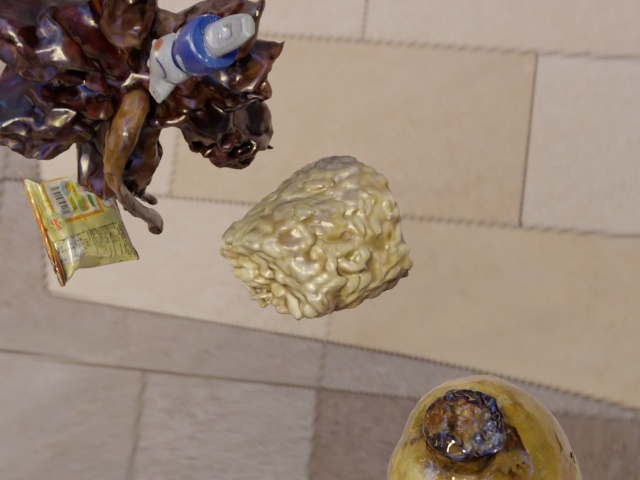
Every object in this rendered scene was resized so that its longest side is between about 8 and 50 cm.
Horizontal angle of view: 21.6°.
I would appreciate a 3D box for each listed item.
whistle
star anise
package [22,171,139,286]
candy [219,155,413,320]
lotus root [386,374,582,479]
[{"bbox_3d":[-0.059,-0.091,0.810,0.083,0.029,0.033,-17,72,50],"label":"whistle"},{"bbox_3d":[-0.112,-0.100,1.037,0.190,0.220,0.126,-42,36,17],"label":"star anise"},{"bbox_3d":[-0.231,-0.018,1.620,0.031,0.120,0.108,-21,90,37],"label":"package"},{"bbox_3d":[0.000,0.000,1.020,0.110,0.095,0.085,-29,113,-29],"label":"candy"},{"bbox_3d":[0.128,0.204,1.280,0.146,0.284,0.160,-8,52,11],"label":"lotus root"}]
